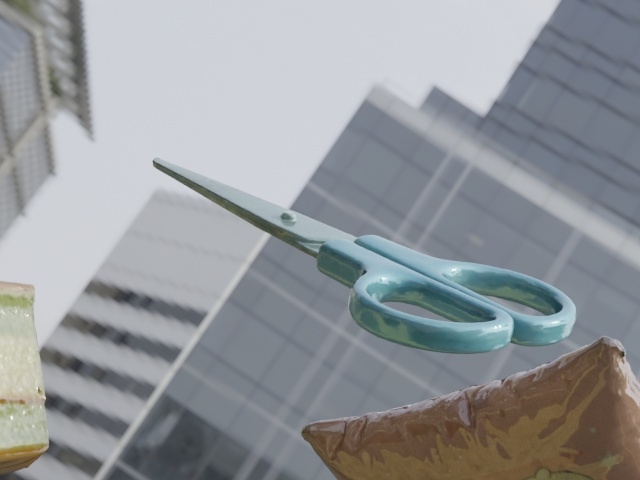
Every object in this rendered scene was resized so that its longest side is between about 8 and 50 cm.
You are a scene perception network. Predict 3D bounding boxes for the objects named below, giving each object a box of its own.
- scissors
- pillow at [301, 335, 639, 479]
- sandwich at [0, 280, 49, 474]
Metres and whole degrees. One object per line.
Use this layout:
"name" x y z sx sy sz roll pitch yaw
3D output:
"scissors" 0.000 0.000 1.321 0.193 0.029 0.447 -6 22 -43
"pillow" 0.136 0.167 1.031 0.236 0.084 0.223 -21 -62 26
"sandwich" -0.265 0.085 0.949 0.144 0.117 0.187 -17 -15 30
